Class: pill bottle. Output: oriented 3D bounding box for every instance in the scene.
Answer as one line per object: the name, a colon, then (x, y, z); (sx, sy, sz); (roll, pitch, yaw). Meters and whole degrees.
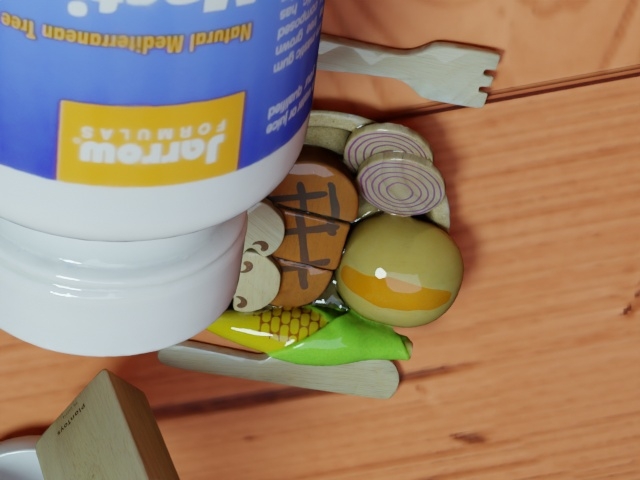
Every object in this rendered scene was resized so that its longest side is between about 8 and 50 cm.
pill bottle: (-0.073, -0.096, 0.699); (0.152, 0.152, 0.272); (3, 125, -7)

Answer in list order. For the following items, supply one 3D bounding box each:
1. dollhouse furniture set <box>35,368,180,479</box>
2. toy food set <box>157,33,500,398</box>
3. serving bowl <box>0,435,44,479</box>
dollhouse furniture set: (-0.091, 0.161, 0.873); (0.123, 0.144, 0.151); (36, 102, -31)
toy food set: (0.000, 0.000, 0.845); (0.132, 0.038, 0.192); (7, 125, -10)
serving bowl: (-0.135, 0.122, 0.931); (0.083, 0.027, 0.083); (-3, 127, -4)
